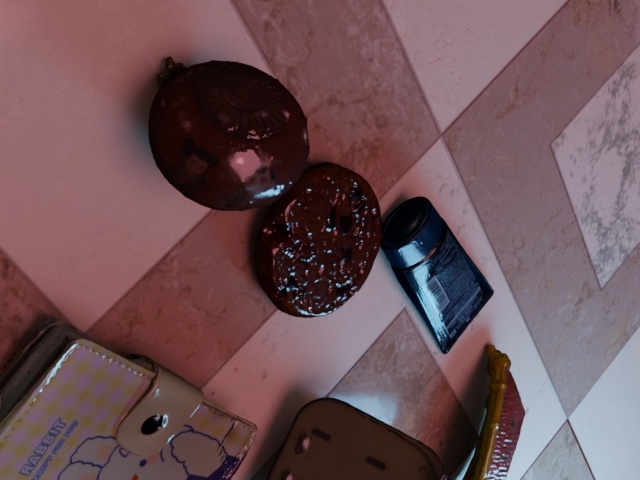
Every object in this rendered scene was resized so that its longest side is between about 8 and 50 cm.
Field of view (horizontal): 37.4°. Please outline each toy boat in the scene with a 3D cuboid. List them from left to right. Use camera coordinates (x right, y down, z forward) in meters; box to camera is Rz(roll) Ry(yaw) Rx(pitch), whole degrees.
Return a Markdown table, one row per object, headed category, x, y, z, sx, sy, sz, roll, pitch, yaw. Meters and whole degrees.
| category | x | y | z | sx | sy | sz | roll | pitch | yaw |
| --- | --- | --- | --- | --- | --- | --- | --- | --- | --- |
| toy boat | 0.236 | 0.318 | 1.407 | 0.141 | 0.099 | 0.318 | -13 | 124 | -84 |

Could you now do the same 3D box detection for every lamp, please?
| category | x | y | z | sx | sy | sz | roll | pitch | yaw |
| --- | --- | --- | --- | --- | --- | --- | --- | --- | --- |
| lamp | -0.091 | -0.095 | 0.915 | 0.156 | 0.157 | 0.135 | 12 | 139 | -13 |

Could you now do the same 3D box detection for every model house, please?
| category | x | y | z | sx | sy | sz | roll | pitch | yaw |
| --- | --- | --- | --- | --- | --- | --- | --- | --- | --- |
| model house | 0.060 | 0.326 | 1.228 | 0.219 | 0.204 | 0.278 | -64 | 164 | 1 |

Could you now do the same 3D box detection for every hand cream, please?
| category | x | y | z | sx | sy | sz | roll | pitch | yaw |
| --- | --- | --- | --- | --- | --- | --- | --- | --- | --- |
| hand cream | 0.160 | 0.050 | 1.259 | 0.120 | 0.061 | 0.270 | -51 | 137 | -12 |

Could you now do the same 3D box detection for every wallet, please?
| category | x | y | z | sx | sy | sz | roll | pitch | yaw |
| --- | --- | --- | --- | --- | --- | --- | --- | --- | --- |
| wallet | -0.219 | 0.226 | 0.979 | 0.223 | 0.077 | 0.309 | -55 | 135 | -6 |

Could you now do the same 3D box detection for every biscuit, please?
| category | x | y | z | sx | sy | sz | roll | pitch | yaw |
| --- | --- | --- | --- | --- | --- | --- | --- | --- | --- |
| biscuit | 0.000 | 0.000 | 1.102 | 0.192 | 0.049 | 0.192 | -24 | 128 | -36 |
